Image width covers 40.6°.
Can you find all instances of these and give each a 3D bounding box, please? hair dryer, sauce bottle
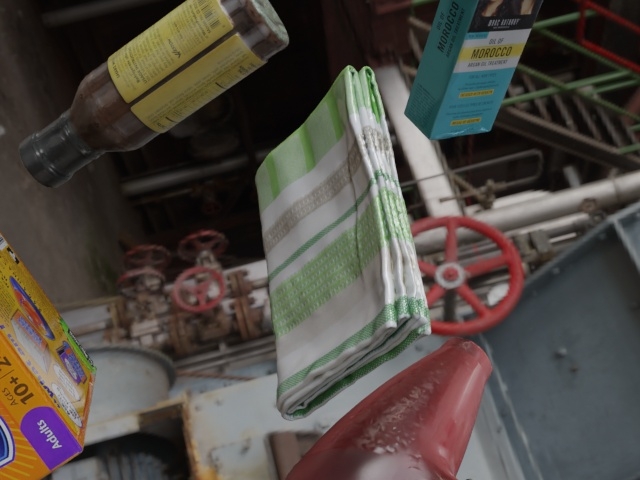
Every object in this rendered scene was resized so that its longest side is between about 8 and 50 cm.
[{"bbox_3d":[0.081,0.156,0.455,0.293,0.224,0.080,-97,179,-58],"label":"hair dryer"},{"bbox_3d":[-0.204,-0.180,1.014,0.111,0.344,0.111,55,14,-21],"label":"sauce bottle"}]

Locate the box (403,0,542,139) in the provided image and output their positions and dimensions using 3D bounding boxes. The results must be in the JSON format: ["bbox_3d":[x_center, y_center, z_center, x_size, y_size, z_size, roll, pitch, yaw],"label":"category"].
[{"bbox_3d":[0.182,-0.235,0.987,0.060,0.101,0.244,53,-38,37],"label":"box"}]

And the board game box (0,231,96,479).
[{"bbox_3d":[-0.561,0.182,1.178,0.356,0.356,0.356,59,-6,-13],"label":"board game box"}]

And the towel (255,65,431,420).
[{"bbox_3d":[0.000,0.000,0.435,0.113,0.023,0.152,-42,-133,41],"label":"towel"}]
